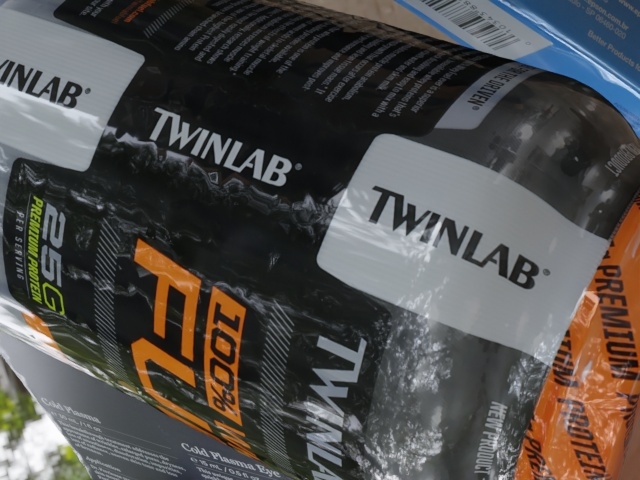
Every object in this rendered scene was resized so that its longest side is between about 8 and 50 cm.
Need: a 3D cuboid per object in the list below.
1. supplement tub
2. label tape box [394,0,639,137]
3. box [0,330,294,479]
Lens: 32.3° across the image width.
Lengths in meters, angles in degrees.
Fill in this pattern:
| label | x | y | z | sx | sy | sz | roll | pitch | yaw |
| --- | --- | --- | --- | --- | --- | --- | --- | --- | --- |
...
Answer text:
| label | x | y | z | sx | sy | sz | roll | pitch | yaw |
| --- | --- | --- | --- | --- | --- | --- | --- | --- | --- |
| supplement tub | 0.000 | 0.000 | 0.511 | 0.338 | 0.207 | 0.207 | 21 | 145 | 26 |
| label tape box | 0.221 | -0.278 | 0.838 | 0.241 | 0.333 | 0.106 | 30 | 167 | -17 |
| box | -0.076 | 0.078 | 0.877 | 0.343 | 0.179 | 0.312 | 9 | 140 | 33 |
